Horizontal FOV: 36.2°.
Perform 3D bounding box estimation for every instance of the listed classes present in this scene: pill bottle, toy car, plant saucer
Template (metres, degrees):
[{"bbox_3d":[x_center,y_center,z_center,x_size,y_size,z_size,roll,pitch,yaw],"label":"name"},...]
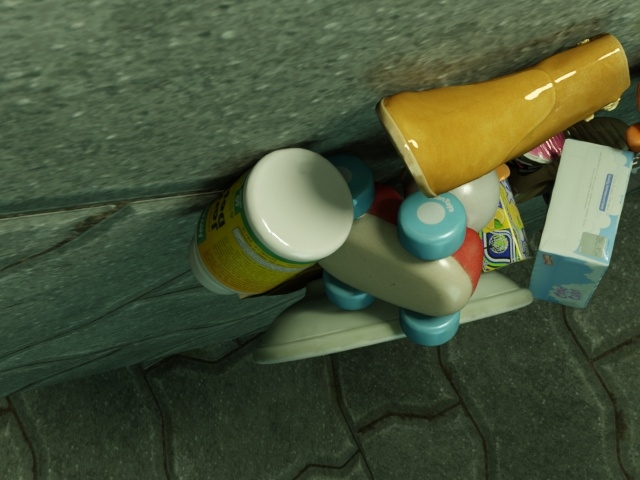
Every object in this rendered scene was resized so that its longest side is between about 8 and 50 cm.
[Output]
[{"bbox_3d":[-0.063,-0.009,1.028,0.117,0.117,0.208,-15,171,-31],"label":"pill bottle"},{"bbox_3d":[0.119,-0.044,1.147,0.238,0.210,0.219,-54,155,-29],"label":"toy car"},{"bbox_3d":[0.092,0.084,1.382,0.400,0.100,0.400,-13,177,-1],"label":"plant saucer"}]

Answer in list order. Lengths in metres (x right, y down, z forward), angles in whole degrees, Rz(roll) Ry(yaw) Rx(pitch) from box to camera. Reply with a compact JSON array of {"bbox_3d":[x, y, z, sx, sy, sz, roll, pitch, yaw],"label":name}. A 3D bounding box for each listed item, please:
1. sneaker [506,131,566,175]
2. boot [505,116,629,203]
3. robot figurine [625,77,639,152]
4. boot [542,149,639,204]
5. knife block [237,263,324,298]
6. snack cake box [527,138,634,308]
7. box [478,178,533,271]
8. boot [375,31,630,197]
[{"bbox_3d":[0.274,-0.118,1.301,0.075,0.063,0.170,-31,173,29],"label":"sneaker"},{"bbox_3d":[0.380,-0.136,1.480,0.248,0.090,0.207,-27,-179,39],"label":"boot"},{"bbox_3d":[0.444,-0.165,1.153,0.128,0.158,0.219,22,-172,21],"label":"robot figurine"},{"bbox_3d":[0.539,-0.150,1.651,0.338,0.118,0.223,-28,176,-35],"label":"boot"},{"bbox_3d":[0.000,0.000,1.359,0.242,0.088,0.276,-21,172,17],"label":"knife block"},{"bbox_3d":[0.341,-0.013,1.307,0.089,0.152,0.264,13,167,12],"label":"snack cake box"},{"bbox_3d":[0.212,-0.048,1.237,0.054,0.169,0.059,-22,172,27],"label":"box"},{"bbox_3d":[0.178,-0.130,0.903,0.211,0.104,0.295,-27,175,17],"label":"boot"}]
